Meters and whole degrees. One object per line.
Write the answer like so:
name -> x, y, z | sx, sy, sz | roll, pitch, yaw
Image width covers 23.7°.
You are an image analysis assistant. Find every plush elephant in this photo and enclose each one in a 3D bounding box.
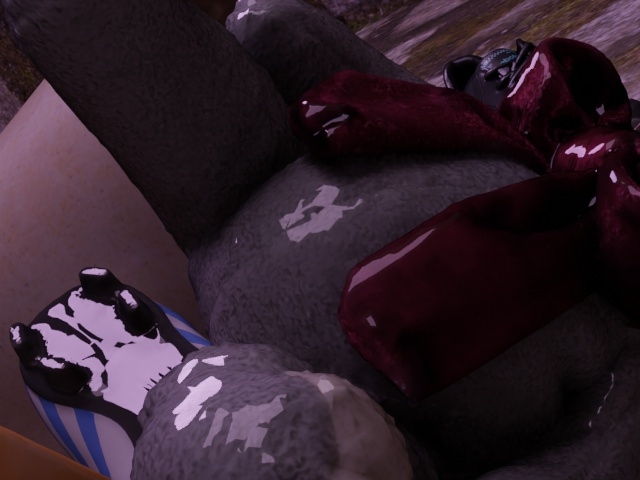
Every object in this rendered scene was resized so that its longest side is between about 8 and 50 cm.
plush elephant -> 0.093, -0.001, 0.502 | 0.255, 0.330, 0.271 | -30, 46, 9

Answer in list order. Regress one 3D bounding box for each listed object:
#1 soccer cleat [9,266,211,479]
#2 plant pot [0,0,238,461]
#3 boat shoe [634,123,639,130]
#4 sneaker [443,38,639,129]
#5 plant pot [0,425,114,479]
soccer cleat -> -0.052, 0.124, 0.806 | 0.116, 0.143, 0.331 | -39, 36, -11
plant pot -> -0.114, -0.003, 1.063 | 0.305, 0.334, 0.334 | -40, 9, 13
boat shoe -> 0.257, -0.085, 0.983 | 0.178, 0.064, 0.060 | -35, 14, -4
sneaker -> 0.162, -0.095, 1.169 | 0.101, 0.106, 0.267 | -33, 13, -14
plant pot -> -0.138, 0.171, 0.569 | 0.205, 0.205, 0.188 | -6, 56, 65
